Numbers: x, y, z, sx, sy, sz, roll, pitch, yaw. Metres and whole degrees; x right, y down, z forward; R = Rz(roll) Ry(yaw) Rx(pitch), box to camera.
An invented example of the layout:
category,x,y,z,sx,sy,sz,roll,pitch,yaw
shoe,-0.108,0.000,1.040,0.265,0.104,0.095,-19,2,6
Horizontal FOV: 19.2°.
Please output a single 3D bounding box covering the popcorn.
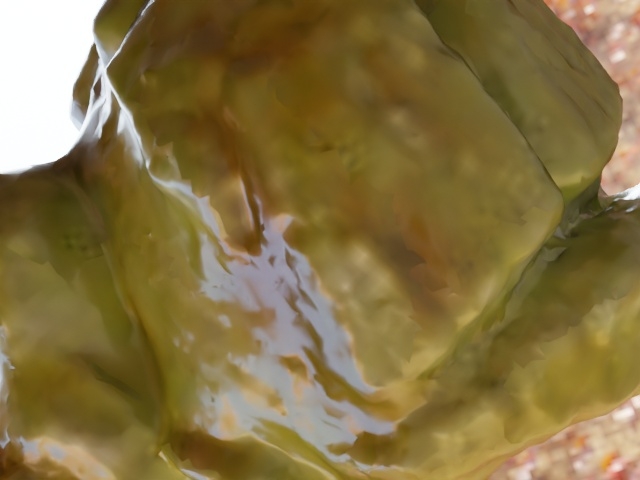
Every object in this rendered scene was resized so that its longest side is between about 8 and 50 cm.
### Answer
category,x,y,z,sx,sy,sz,roll,pitch,yaw
popcorn,-0.007,0.000,0.681,0.225,0.276,0.276,41,-135,-7
